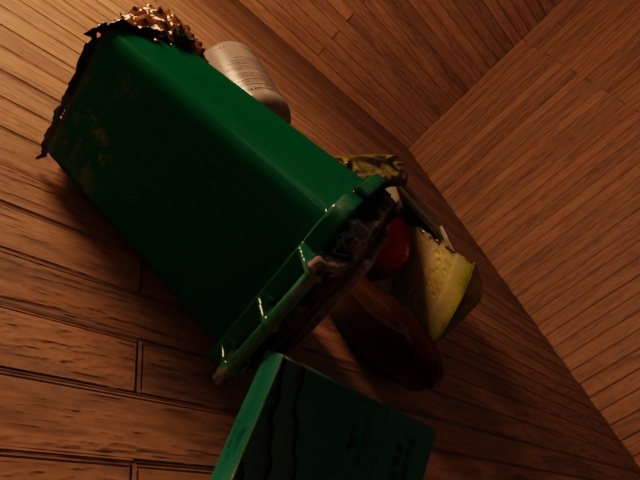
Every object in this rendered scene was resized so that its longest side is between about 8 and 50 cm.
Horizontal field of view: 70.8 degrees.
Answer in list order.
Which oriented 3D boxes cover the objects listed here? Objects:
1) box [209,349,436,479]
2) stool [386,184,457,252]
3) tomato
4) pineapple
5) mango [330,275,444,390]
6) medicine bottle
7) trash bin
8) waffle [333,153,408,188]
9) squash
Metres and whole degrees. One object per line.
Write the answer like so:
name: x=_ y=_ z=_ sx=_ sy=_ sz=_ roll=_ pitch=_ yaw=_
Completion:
box: x=0.010 y=0.225 z=0.438 sx=0.226 sy=0.042 sz=0.161 roll=34 pitch=67 yaw=-28
stool: x=0.190 y=-0.010 z=1.093 sx=0.243 sy=0.170 sz=0.270 roll=43 pitch=21 yaw=-21
tomato: x=0.075 y=-0.005 z=0.843 sx=0.195 sy=0.195 sz=0.136 roll=26 pitch=66 yaw=-41
pineapple: x=-0.284 y=-0.323 z=0.824 sx=0.193 sy=0.166 sz=0.166 roll=47 pitch=22 yaw=3
mango: x=0.102 y=0.146 z=0.767 sx=0.267 sy=0.111 sz=0.133 roll=46 pitch=39 yaw=-3
medicine bottle: x=-0.162 y=-0.292 z=0.985 sx=0.157 sy=0.157 sz=0.289 roll=17 pitch=36 yaw=-51
trash bin: x=-0.122 y=-0.053 z=0.550 sx=0.381 sy=0.259 sz=0.295 roll=40 pitch=22 yaw=3
waffle: x=-0.002 y=-0.126 z=0.859 sx=0.297 sy=0.073 sz=0.317 roll=7 pitch=11 yaw=41
squash: x=0.186 y=0.105 z=0.831 sx=0.204 sy=0.155 sz=0.237 roll=57 pitch=-2 yaw=-27
